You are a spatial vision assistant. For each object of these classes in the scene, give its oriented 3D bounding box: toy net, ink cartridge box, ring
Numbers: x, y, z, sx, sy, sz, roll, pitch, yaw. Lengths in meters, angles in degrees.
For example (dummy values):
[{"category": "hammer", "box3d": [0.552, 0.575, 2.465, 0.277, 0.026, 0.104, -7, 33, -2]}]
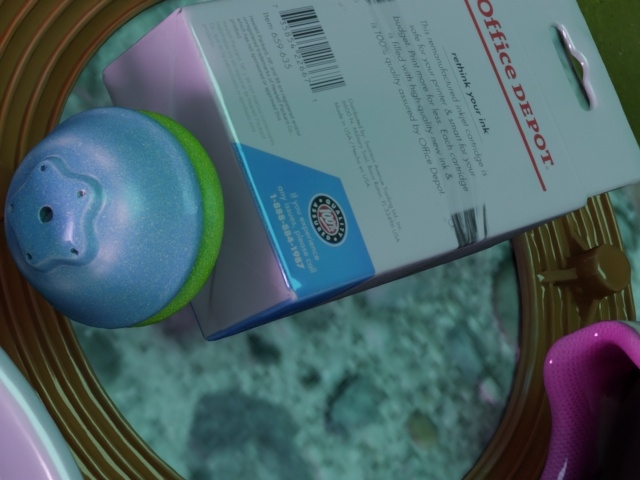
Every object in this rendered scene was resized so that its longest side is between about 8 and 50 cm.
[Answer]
[{"category": "toy net", "box3d": [-0.129, -0.060, 0.534, 0.232, 0.122, 0.045, 60, 24, 15]}, {"category": "ink cartridge box", "box3d": [0.025, -0.040, 0.609, 0.180, 0.060, 0.104, -16, 82, -38]}, {"category": "ring", "box3d": [0.000, 0.000, 0.635, 0.337, 0.032, 0.336, 14, 65, -32]}]

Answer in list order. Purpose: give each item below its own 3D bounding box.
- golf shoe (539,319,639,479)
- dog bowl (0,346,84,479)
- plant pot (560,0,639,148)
[{"category": "golf shoe", "box3d": [0.105, 0.167, 0.576, 0.140, 0.115, 0.306, 40, 48, -38]}, {"category": "dog bowl", "box3d": [-0.185, 0.118, 0.409, 0.265, 0.104, 0.264, 14, 64, -31]}, {"category": "plant pot", "box3d": [0.296, -0.156, 0.738, 0.275, 0.293, 0.274, 13, 66, -31]}]
